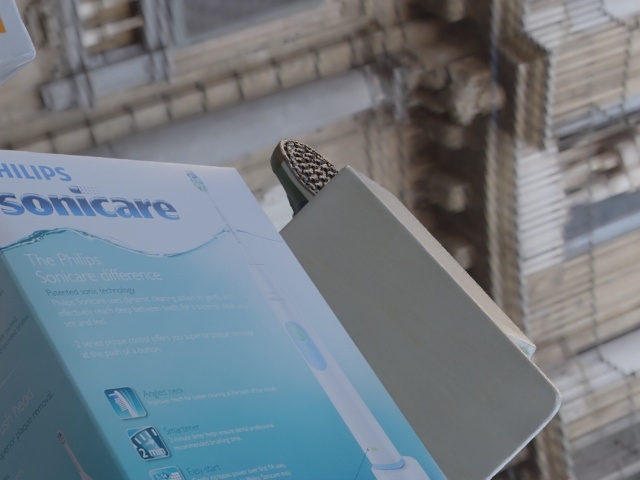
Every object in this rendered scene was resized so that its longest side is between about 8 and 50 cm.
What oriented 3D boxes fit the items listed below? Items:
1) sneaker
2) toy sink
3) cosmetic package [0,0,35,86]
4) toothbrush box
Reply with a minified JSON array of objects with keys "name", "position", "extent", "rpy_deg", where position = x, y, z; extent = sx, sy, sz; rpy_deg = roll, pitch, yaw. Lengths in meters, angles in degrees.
[{"name":"sneaker","position":[0.000,0.000,1.206],"extent":[0.192,0.064,0.086],"rpy_deg":[50,-59,38]},{"name":"toy sink","position":[0.059,0.087,1.047],"extent":[0.234,0.153,0.131],"rpy_deg":[47,8,21]},{"name":"cosmetic package","position":[-0.437,-0.158,0.891],"extent":[0.161,0.453,0.230],"rpy_deg":[-25,-95,50]},{"name":"toothbrush box","position":[-0.075,0.100,0.725],"extent":[0.126,0.216,0.295],"rpy_deg":[-48,-117,28]}]
